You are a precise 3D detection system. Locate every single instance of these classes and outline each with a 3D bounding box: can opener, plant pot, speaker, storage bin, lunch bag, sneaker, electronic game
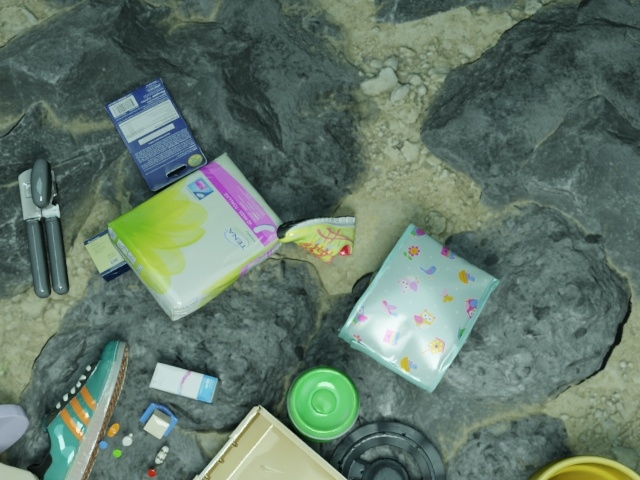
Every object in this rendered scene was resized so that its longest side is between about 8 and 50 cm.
[{"bbox_3d":[-0.567,-0.024,1.686,0.074,0.093,0.280,-10,80,-5],"label":"can opener"},{"bbox_3d":[0.452,0.515,1.486,0.254,0.239,0.254,0,76,-2],"label":"plant pot"},{"bbox_3d":[0.002,0.300,1.501,0.131,0.296,0.131,0,75,-1],"label":"speaker"},{"bbox_3d":[-0.104,0.479,1.521,0.260,0.123,0.262,38,81,16],"label":"storage bin"},{"bbox_3d":[0.187,0.140,1.622,0.223,0.160,0.262,33,71,6],"label":"lunch bag"},{"bbox_3d":[-0.462,0.323,1.582,0.121,0.108,0.302,19,77,-1],"label":"sneaker"},{"bbox_3d":[0.126,0.463,1.589,0.229,0.048,0.229,-2,72,6],"label":"electronic game"},{"bbox_3d":[0.000,0.000,1.655,0.208,0.081,0.094,-3,89,-44],"label":"sneaker"}]

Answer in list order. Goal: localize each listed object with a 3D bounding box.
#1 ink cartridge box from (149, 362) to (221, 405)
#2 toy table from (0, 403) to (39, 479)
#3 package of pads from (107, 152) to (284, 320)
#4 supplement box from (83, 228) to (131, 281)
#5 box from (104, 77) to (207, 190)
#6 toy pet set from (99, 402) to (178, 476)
[{"bbox_3d":[-0.260,0.278,1.608,0.122,0.088,0.052,13,75,2],"label":"ink cartridge box"},{"bbox_3d":[-0.643,0.432,1.493,0.274,0.252,0.161,-33,62,3],"label":"toy table"},{"bbox_3d":[-0.237,-0.006,1.653,0.296,0.101,0.229,-35,78,-24],"label":"package of pads"},{"bbox_3d":[-0.421,0.025,1.688,0.083,0.056,0.083,-29,78,-9],"label":"supplement box"},{"bbox_3d":[-0.348,-0.221,1.765,0.136,0.036,0.225,-28,76,-8],"label":"box"},{"bbox_3d":[-0.340,0.370,1.599,0.122,0.065,0.114,35,93,-8],"label":"toy pet set"}]
